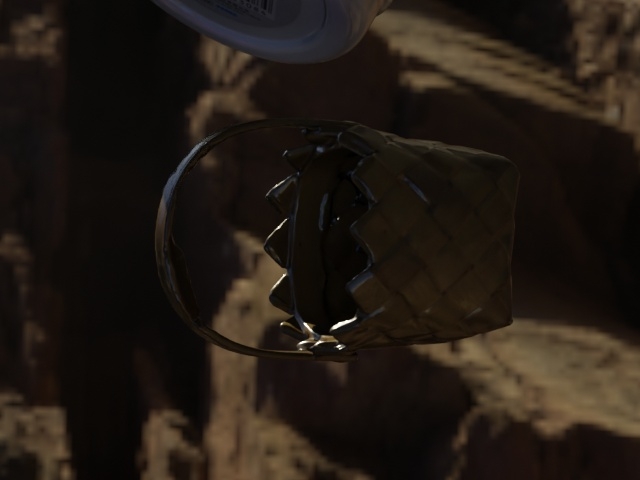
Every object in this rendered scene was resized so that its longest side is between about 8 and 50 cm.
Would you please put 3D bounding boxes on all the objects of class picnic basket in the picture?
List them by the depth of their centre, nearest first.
[{"bbox_3d":[0.000,0.000,1.019,0.138,0.178,0.128,170,97,-69],"label":"picnic basket"}]

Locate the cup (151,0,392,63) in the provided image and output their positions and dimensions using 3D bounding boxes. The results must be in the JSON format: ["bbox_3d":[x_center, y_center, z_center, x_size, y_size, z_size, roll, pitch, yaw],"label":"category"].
[{"bbox_3d":[0.010,-0.121,0.596,0.099,0.136,0.133,3,56,47],"label":"cup"}]
